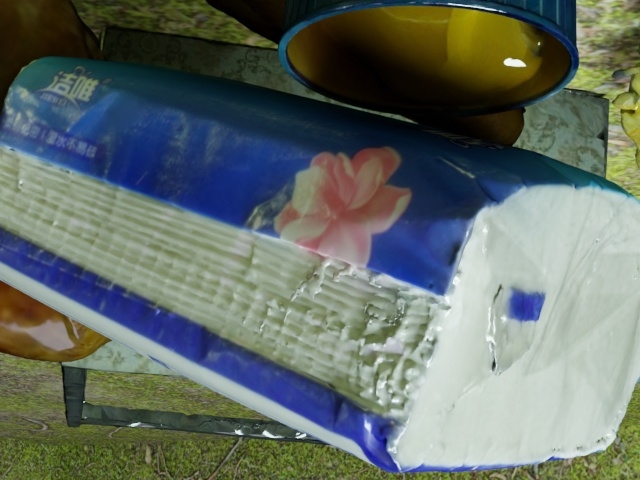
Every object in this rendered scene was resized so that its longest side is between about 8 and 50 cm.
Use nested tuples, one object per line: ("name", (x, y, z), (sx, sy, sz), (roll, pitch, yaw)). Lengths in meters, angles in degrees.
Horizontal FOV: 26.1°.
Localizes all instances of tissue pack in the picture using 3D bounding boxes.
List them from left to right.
("tissue pack", (0.000, 0.000, 0.636), (0.269, 0.137, 0.209), (22, -170, 37))

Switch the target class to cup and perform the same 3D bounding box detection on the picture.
("cup", (0.063, -0.133, 0.548), (0.150, 0.138, 0.113), (2, 165, 6))

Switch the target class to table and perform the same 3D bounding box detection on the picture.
("table", (-0.005, 0.022, 0.980), (0.334, 0.222, 0.272), (7, 163, -8))

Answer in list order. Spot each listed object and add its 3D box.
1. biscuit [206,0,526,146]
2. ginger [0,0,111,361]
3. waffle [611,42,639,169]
("biscuit", (0.011, -0.101, 0.701), (0.212, 0.036, 0.212), (30, -178, -1))
("ginger", (-0.295, -0.076, 0.782), (0.418, 0.254, 0.176), (9, -152, 23))
("waffle", (0.293, -0.053, 0.725), (0.280, 0.060, 0.262), (28, 147, 21))
